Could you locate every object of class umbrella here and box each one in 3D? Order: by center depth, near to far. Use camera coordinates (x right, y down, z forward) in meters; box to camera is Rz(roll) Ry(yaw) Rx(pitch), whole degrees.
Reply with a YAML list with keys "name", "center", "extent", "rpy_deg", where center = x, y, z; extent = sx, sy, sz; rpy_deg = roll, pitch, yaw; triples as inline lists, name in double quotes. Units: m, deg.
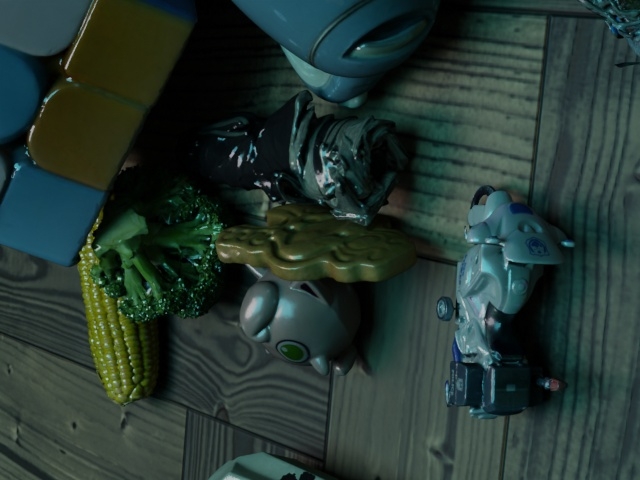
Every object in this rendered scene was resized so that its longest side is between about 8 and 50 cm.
- name: "umbrella"
  center: [-0.054, -0.092, 1.592]
  extent: [0.358, 0.106, 0.113]
  rpy_deg: [10, 72, 52]

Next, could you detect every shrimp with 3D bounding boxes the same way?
- name: "shrimp"
  center: [0.281, -0.170, 1.241]
  extent: [0.174, 0.082, 0.076]
  rpy_deg: [34, 111, 34]

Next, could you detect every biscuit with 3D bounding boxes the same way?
- name: "biscuit"
  center: [-0.002, 0.002, 1.516]
  extent: [0.236, 0.144, 0.040]
  rpy_deg: [11, 124, 48]

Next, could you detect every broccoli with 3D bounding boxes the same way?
- name: "broccoli"
  center: [-0.186, 0.004, 1.717]
  extent: [0.195, 0.156, 0.195]
  rpy_deg: [-16, 55, 24]

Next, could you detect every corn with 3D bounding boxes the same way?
- name: "corn"
  center: [-0.250, 0.059, 1.834]
  extent: [0.101, 0.101, 0.291]
  rpy_deg: [-7, 89, 48]

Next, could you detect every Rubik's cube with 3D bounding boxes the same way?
- name: "Rubik's cube"
  center: [-0.366, -0.236, 1.668]
  extent: [0.346, 0.344, 0.347]
  rpy_deg: [-59, 24, 23]

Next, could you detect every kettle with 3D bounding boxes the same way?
- name: "kettle"
  center: [-0.012, -0.299, 1.482]
  extent: [0.342, 0.247, 0.319]
  rpy_deg: [61, 163, 15]

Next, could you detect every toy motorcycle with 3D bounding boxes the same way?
- name: "toy motorcycle"
  center: [0.167, 0.059, 1.370]
  extent: [0.150, 0.102, 0.221]
  rpy_deg: [-176, 88, -69]

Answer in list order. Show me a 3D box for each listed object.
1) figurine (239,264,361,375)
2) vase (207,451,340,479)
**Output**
- name: "figurine"
  center: [-0.020, 0.076, 1.552]
  extent: [0.125, 0.125, 0.138]
  rpy_deg: [15, 146, 47]
- name: "vase"
  center: [0.029, 0.317, 1.495]
  extent: [0.360, 0.165, 0.165]
  rpy_deg: [7, 97, 44]
